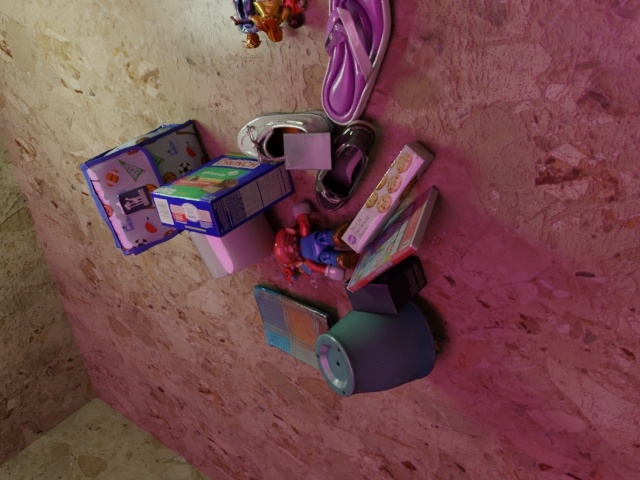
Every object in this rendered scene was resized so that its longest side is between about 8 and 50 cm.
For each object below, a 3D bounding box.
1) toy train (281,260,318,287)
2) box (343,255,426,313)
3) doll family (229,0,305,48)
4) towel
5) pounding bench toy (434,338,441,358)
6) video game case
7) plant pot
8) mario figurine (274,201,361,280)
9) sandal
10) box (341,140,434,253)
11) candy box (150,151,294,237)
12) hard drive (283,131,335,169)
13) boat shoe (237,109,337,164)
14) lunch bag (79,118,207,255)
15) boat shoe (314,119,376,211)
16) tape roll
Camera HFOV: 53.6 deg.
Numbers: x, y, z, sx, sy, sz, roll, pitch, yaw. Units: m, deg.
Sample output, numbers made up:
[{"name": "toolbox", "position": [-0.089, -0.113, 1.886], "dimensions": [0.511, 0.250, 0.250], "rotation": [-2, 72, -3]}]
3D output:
[{"name": "toy train", "position": [-0.063, 0.092, 2.034], "dimensions": [0.166, 0.046, 0.125], "rotation": [9, 124, 44]}, {"name": "box", "position": [0.177, 0.118, 1.729], "dimensions": [0.156, 0.158, 0.093], "rotation": [-2, 116, 45]}, {"name": "doll family", "position": [-0.161, -0.571, 1.595], "dimensions": [0.263, 0.118, 0.163], "rotation": [9, 123, 40]}, {"name": "towel", "position": [-0.085, 0.310, 2.183], "dimensions": [0.370, 0.040, 0.271], "rotation": [18, 129, 43]}, {"name": "pounding bench toy", "position": [0.302, 0.304, 1.823], "dimensions": [0.065, 0.052, 0.083], "rotation": [-4, 114, 45]}, {"name": "video game case", "position": [0.181, 0.002, 1.612], "dimensions": [0.025, 0.204, 0.285], "rotation": [35, 142, -12]}, {"name": "plant pot", "position": [0.136, 0.306, 1.773], "dimensions": [0.272, 0.255, 0.271], "rotation": [36, 135, 46]}, {"name": "mario figurine", "position": [0.000, 0.000, 1.849], "dimensions": [0.170, 0.198, 0.321], "rotation": [25, 168, -38]}, {"name": "sandal", "position": [0.065, -0.443, 1.477], "dimensions": [0.169, 0.102, 0.416], "rotation": [29, 136, 27]}, {"name": "box", "position": [0.166, -0.104, 1.594], "dimensions": [0.067, 0.063, 0.324], "rotation": [45, 125, 16]}, {"name": "candy box", "position": [-0.283, -0.143, 1.864], "dimensions": [0.268, 0.317, 0.122], "rotation": [11, 123, 38]}, {"name": "hard drive", "position": [-0.029, -0.227, 1.610], "dimensions": [0.135, 0.022, 0.094], "rotation": [3, 103, 27]}, {"name": "boat shoe", "position": [-0.134, -0.270, 1.753], "dimensions": [0.367, 0.156, 0.135], "rotation": [4, 119, 42]}, {"name": "lunch bag", "position": [-0.539, -0.172, 2.039], "dimensions": [0.239, 0.385, 0.327], "rotation": [-2, 115, 45]}, {"name": "boat shoe", "position": [0.050, -0.173, 1.666], "dimensions": [0.112, 0.095, 0.335], "rotation": [24, 140, -3]}, {"name": "tape roll", "position": [-0.274, -0.009, 2.009], "dimensions": [0.246, 0.246, 0.169], "rotation": [-14, 107, 48]}]
